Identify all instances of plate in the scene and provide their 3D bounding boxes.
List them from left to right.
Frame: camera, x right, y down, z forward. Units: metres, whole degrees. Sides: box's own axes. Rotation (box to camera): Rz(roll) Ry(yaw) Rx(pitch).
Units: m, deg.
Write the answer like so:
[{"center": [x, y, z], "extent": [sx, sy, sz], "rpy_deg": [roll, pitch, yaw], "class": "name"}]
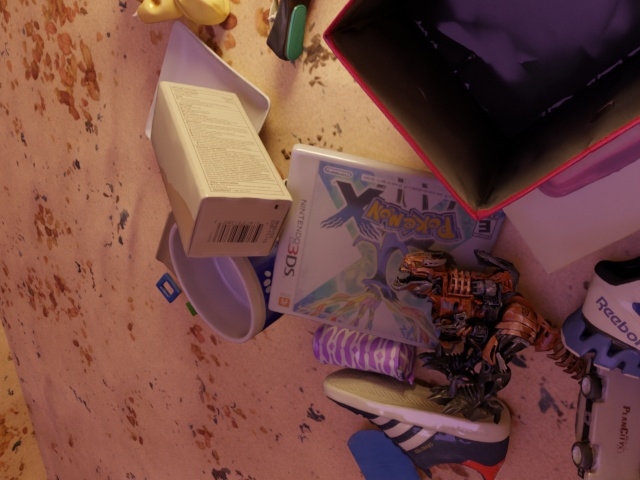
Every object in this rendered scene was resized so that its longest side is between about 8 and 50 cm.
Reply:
[{"center": [-0.231, -0.248, 1.008], "extent": [0.278, 0.045, 0.277], "rpy_deg": [43, 127, 15], "class": "plate"}]

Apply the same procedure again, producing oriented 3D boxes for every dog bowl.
[{"center": [-0.178, 0.061, 0.969], "extent": [0.264, 0.104, 0.265], "rpy_deg": [28, 133, 34], "class": "dog bowl"}]

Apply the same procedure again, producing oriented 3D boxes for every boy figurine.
[{"center": [-0.285, -0.486, 0.922], "extent": [0.285, 0.092, 0.177], "rpy_deg": [27, 97, 22], "class": "boy figurine"}]

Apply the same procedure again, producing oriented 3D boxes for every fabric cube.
[{"center": [0.211, -0.228, 0.520], "extent": [0.254, 0.258, 0.259], "rpy_deg": [49, 130, -4], "class": "fabric cube"}]

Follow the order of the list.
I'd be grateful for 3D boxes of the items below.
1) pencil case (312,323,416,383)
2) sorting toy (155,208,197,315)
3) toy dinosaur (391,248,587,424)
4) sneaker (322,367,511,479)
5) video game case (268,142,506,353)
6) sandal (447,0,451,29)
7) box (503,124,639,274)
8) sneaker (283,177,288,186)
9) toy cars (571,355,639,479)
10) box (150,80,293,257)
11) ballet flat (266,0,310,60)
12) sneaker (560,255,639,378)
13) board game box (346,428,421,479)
[{"center": [0.083, 0.209, 0.932], "extent": [0.206, 0.086, 0.088], "rpy_deg": [4, 122, 38], "class": "pencil case"}, {"center": [-0.291, 0.037, 1.167], "extent": [0.196, 0.047, 0.348], "rpy_deg": [39, 127, 13], "class": "sorting toy"}, {"center": [0.249, 0.140, 0.726], "extent": [0.321, 0.164, 0.219], "rpy_deg": [32, 104, 20], "class": "toy dinosaur"}, {"center": [0.156, 0.336, 0.894], "extent": [0.349, 0.131, 0.148], "rpy_deg": [8, 108, 34], "class": "sneaker"}, {"center": [0.093, 0.024, 0.793], "extent": [0.328, 0.036, 0.300], "rpy_deg": [13, 118, 3], "class": "video game case"}, {"center": [0.152, -0.399, 0.666], "extent": [0.097, 0.054, 0.255], "rpy_deg": [21, 129, 37], "class": "sandal"}, {"center": [0.346, -0.085, 0.576], "extent": [0.232, 0.148, 0.127], "rpy_deg": [-38, 84, 39], "class": "box"}, {"center": [0.000, 0.000, 0.894], "extent": [0.107, 0.109, 0.276], "rpy_deg": [31, 136, 41], "class": "sneaker"}, {"center": [0.461, 0.339, 0.691], "extent": [0.176, 0.087, 0.394], "rpy_deg": [-32, 87, -1], "class": "toy cars"}, {"center": [-0.176, -0.124, 0.817], "extent": [0.311, 0.147, 0.121], "rpy_deg": [62, 139, 38], "class": "box"}, {"center": [-0.046, -0.396, 0.797], "extent": [0.074, 0.074, 0.203], "rpy_deg": [35, 127, 21], "class": "ballet flat"}, {"center": [0.461, 0.092, 0.574], "extent": [0.315, 0.127, 0.183], "rpy_deg": [16, 119, 33], "class": "sneaker"}, {"center": [0.137, 0.451, 1.022], "extent": [0.133, 0.033, 0.169], "rpy_deg": [-23, 98, 35], "class": "board game box"}]
